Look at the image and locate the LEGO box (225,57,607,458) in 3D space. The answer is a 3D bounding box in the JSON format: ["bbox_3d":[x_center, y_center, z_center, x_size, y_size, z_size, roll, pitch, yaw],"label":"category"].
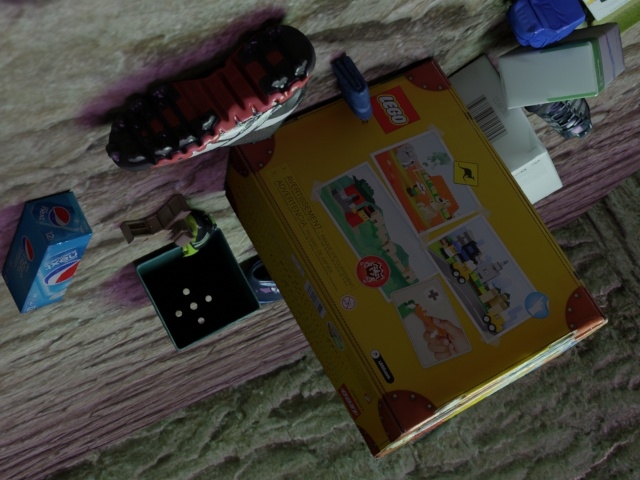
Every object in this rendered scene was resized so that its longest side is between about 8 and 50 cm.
[{"bbox_3d":[0.131,0.018,1.425,0.372,0.500,0.193,-25,164,-19],"label":"LEGO box"}]

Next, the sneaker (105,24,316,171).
[{"bbox_3d":[-0.127,-0.154,1.127,0.276,0.098,0.135,-30,164,-6],"label":"sneaker"}]

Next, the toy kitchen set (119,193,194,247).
[{"bbox_3d":[-0.246,-0.018,1.414,0.083,0.068,0.075,-40,163,33],"label":"toy kitchen set"}]

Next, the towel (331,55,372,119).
[{"bbox_3d":[0.048,-0.217,1.329,0.029,0.067,0.119,-32,166,-1],"label":"towel"}]

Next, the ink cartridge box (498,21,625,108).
[{"bbox_3d":[0.407,-0.296,1.535,0.154,0.093,0.212,-5,-161,31],"label":"ink cartridge box"}]

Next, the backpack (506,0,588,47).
[{"bbox_3d":[0.339,-0.351,1.412,0.101,0.098,0.120,-22,179,3],"label":"backpack"}]

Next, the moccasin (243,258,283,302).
[{"bbox_3d":[-0.007,0.050,1.993,0.342,0.138,0.117,-27,167,-18],"label":"moccasin"}]

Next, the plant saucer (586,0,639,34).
[{"bbox_3d":[0.557,-0.435,1.660,0.188,0.045,0.188,-34,165,12],"label":"plant saucer"}]

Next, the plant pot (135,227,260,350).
[{"bbox_3d":[-0.232,0.107,1.701,0.165,0.166,0.234,-27,174,-15],"label":"plant pot"}]

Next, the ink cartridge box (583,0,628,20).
[{"bbox_3d":[0.363,-0.390,1.254,0.072,0.127,0.175,-34,165,22],"label":"ink cartridge box"}]

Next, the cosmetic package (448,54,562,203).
[{"bbox_3d":[0.330,-0.179,1.739,0.156,0.217,0.385,-32,164,12],"label":"cosmetic package"}]

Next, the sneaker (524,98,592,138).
[{"bbox_3d":[0.513,-0.282,1.937,0.111,0.121,0.300,-39,164,28],"label":"sneaker"}]

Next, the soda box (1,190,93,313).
[{"bbox_3d":[-0.381,0.020,1.267,0.067,0.071,0.210,-20,162,-35],"label":"soda box"}]

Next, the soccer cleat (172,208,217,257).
[{"bbox_3d":[-0.206,-0.023,1.519,0.072,0.060,0.179,-36,175,-18],"label":"soccer cleat"}]
